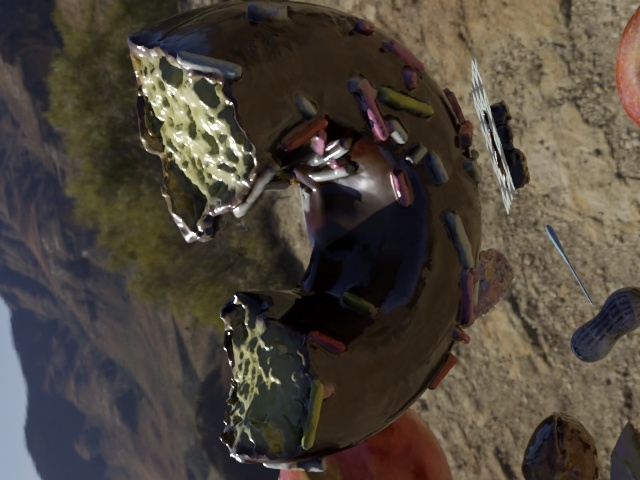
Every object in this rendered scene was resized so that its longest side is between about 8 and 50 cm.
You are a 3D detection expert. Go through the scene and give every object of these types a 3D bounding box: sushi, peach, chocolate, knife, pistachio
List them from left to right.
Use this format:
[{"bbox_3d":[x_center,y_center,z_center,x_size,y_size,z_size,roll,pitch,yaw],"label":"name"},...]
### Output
[{"bbox_3d":[0.089,0.486,1.480,0.388,0.389,0.387,170,90,-71],"label":"peach"},{"bbox_3d":[0.366,-0.215,1.444,0.264,0.050,0.289,39,-144,-75],"label":"sushi"},{"bbox_3d":[0.430,0.381,1.273,0.210,0.131,0.165,-43,-46,-58],"label":"pistachio"},{"bbox_3d":[0.631,0.058,1.828,0.044,0.019,0.313,53,-163,-32],"label":"knife"},{"bbox_3d":[0.505,0.145,1.246,0.167,0.072,0.072,-50,40,15],"label":"chocolate"}]

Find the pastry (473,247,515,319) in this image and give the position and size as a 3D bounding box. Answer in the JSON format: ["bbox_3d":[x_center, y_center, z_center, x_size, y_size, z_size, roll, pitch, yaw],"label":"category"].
[{"bbox_3d":[0.181,0.104,1.148,0.103,0.265,0.112,47,-146,-25],"label":"pastry"}]

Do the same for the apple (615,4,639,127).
[{"bbox_3d":[0.438,-0.201,0.790,0.201,0.162,0.201,11,103,60],"label":"apple"}]

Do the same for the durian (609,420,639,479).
[{"bbox_3d":[0.480,0.382,0.900,0.186,0.196,0.304,-25,61,42],"label":"durian"}]

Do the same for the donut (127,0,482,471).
[{"bbox_3d":[0.018,-0.010,0.541,0.136,0.259,0.344,9,112,54],"label":"donut"}]
